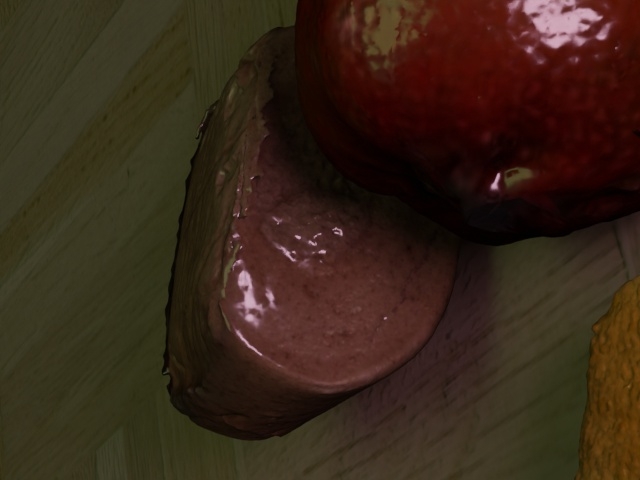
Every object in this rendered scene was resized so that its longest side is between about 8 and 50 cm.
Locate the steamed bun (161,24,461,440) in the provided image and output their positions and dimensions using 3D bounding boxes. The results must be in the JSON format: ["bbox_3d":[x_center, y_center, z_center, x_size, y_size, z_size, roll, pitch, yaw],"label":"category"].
[{"bbox_3d":[0.000,0.000,1.390,0.251,0.199,0.301,128,152,-64],"label":"steamed bun"}]

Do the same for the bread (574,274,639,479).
[{"bbox_3d":[0.231,0.154,1.030,0.185,0.114,0.274,-2,77,62],"label":"bread"}]

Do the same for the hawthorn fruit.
[{"bbox_3d":[0.114,-0.142,1.172,0.295,0.295,0.311,-49,41,40],"label":"hawthorn fruit"}]
